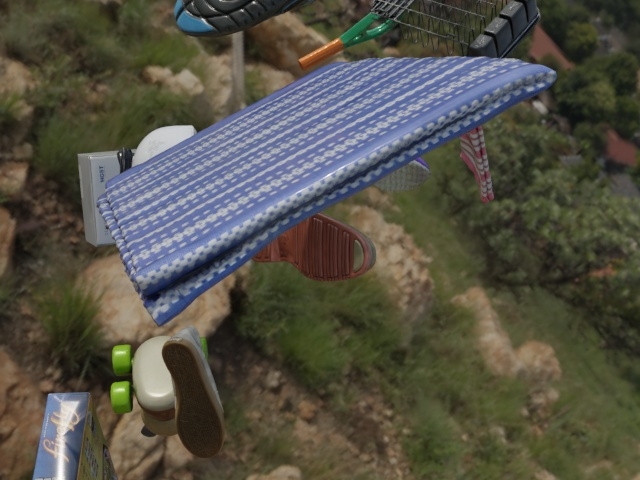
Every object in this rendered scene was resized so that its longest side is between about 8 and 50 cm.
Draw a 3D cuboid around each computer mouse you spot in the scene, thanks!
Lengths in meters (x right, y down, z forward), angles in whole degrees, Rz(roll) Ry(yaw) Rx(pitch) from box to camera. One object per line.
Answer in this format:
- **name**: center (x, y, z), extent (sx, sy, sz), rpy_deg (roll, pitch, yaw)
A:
- **computer mouse**: center (-0.184, -0.076, 0.932), extent (0.042, 0.193, 0.106), rpy_deg (20, 66, -25)

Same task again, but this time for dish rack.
- **dish rack**: center (0.237, -0.417, 1.615), extent (0.272, 0.074, 0.208), rpy_deg (28, 62, 29)

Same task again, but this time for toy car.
- **toy car**: center (-0.261, 0.270, 1.508), extent (0.155, 0.188, 0.149), rpy_deg (-6, 44, -5)

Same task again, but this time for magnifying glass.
- **magnifying glass**: center (0.061, -0.396, 1.724), extent (0.026, 0.231, 0.092), rpy_deg (58, -4, 10)

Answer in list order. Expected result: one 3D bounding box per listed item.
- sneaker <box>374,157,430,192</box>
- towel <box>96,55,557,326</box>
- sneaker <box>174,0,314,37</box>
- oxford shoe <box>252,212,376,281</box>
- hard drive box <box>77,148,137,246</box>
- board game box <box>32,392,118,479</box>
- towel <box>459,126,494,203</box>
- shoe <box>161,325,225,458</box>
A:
- **sneaker**: center (0.091, -0.200, 1.778), extent (0.293, 0.102, 0.146), rpy_deg (16, 53, -23)
- **towel**: center (-0.028, -0.054, 0.587), extent (0.040, 0.243, 0.336), rpy_deg (63, -10, -18)
- **sneaker**: center (-0.089, -0.435, 1.572), extent (0.139, 0.341, 0.125), rpy_deg (42, 27, -80)
- **oxford shoe**: center (0.000, 0.000, 1.885), extent (0.147, 0.140, 0.397), rpy_deg (-2, 11, -38)
- **hard drive box**: center (-0.358, -0.094, 1.794), extent (0.232, 0.181, 0.089), rpy_deg (-7, 13, -28)
- **board game box**: center (-0.239, 0.285, 0.886), extent (0.042, 0.243, 0.165), rpy_deg (-1, 48, -2)
- **towel**: center (0.261, -0.178, 1.549), extent (0.144, 0.029, 0.197), rpy_deg (-102, 174, -47)
- **shoe**: center (-0.183, 0.228, 1.329), extent (0.058, 0.077, 0.219), rpy_deg (-75, 159, -63)
